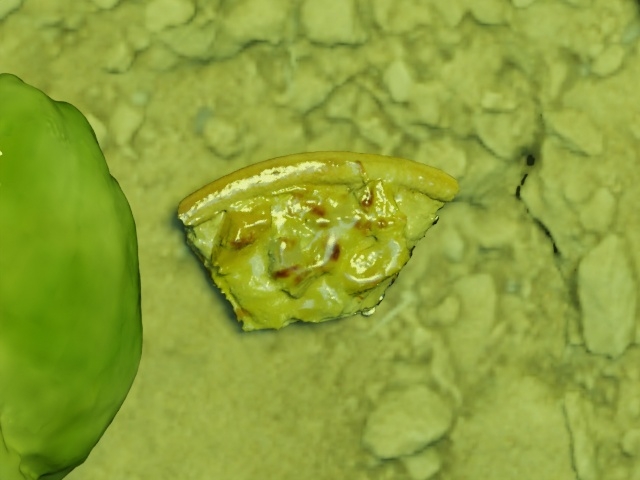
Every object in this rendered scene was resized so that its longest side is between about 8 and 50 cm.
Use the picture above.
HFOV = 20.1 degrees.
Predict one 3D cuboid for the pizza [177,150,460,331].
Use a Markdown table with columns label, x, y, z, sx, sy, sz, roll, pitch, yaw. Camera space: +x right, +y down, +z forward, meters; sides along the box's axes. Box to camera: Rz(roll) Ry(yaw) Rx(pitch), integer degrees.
| label | x | y | z | sx | sy | sz | roll | pitch | yaw |
| --- | --- | --- | --- | --- | --- | --- | --- | --- | --- |
| pizza | 0.000 | 0.000 | 0.983 | 0.160 | 0.036 | 0.099 | -4 | 101 | -14 |

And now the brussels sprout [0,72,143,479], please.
| label | x | y | z | sx | sy | sz | roll | pitch | yaw |
| --- | --- | --- | --- | --- | --- | --- | --- | --- | --- |
| brussels sprout | -0.242 | 0.032 | 0.817 | 0.316 | 0.242 | 0.274 | 21 | 88 | -14 |
